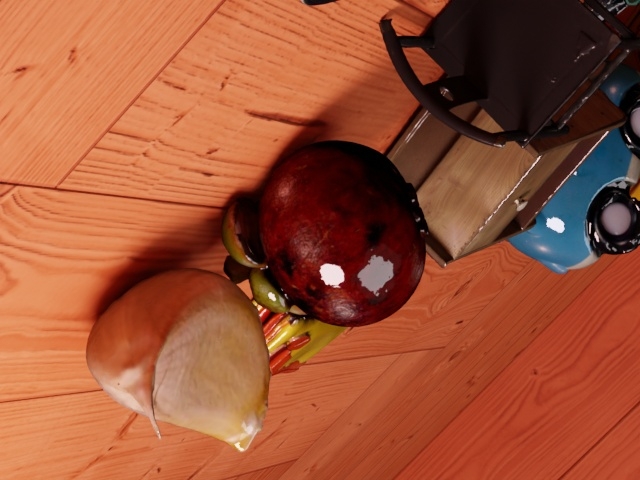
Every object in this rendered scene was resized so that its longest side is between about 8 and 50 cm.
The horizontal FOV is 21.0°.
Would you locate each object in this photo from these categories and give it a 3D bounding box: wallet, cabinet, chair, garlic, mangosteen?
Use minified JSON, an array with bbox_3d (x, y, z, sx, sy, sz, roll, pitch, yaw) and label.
[{"bbox_3d":[-0.038,0.112,1.977,0.141,0.067,0.241,-45,166,17],"label":"wallet"},{"bbox_3d":[0.182,-0.095,1.807,0.215,0.148,0.175,-20,153,-54],"label":"cabinet"},{"bbox_3d":[0.178,-0.178,1.571,0.141,0.154,0.260,-49,167,19],"label":"chair"},{"bbox_3d":[-0.127,0.108,1.542,0.145,0.164,0.245,-29,163,15],"label":"garlic"},{"bbox_3d":[0.000,0.000,1.591,0.200,0.200,0.200,-40,165,-13],"label":"mangosteen"}]

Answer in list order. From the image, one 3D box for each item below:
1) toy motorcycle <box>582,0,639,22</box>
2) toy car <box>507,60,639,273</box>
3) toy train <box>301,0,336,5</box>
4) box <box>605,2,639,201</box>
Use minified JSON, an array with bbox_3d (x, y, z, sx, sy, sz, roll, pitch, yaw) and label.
[{"bbox_3d":[0.336,-0.297,1.829,0.173,0.058,0.100,-44,158,-2],"label":"toy motorcycle"},{"bbox_3d":[0.281,-0.095,2.004,0.188,0.190,0.255,10,-100,69],"label":"toy car"},{"bbox_3d":[0.053,-0.224,1.298,0.234,0.051,0.052,-24,156,-44],"label":"toy train"},{"bbox_3d":[0.425,-0.194,2.067,0.084,0.193,0.301,6,142,-21],"label":"box"}]
